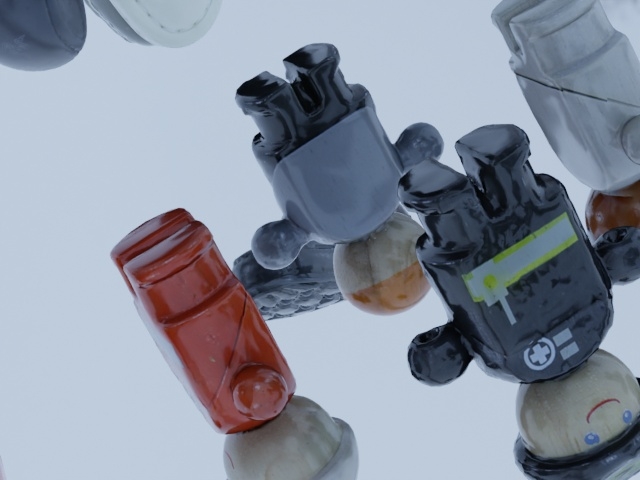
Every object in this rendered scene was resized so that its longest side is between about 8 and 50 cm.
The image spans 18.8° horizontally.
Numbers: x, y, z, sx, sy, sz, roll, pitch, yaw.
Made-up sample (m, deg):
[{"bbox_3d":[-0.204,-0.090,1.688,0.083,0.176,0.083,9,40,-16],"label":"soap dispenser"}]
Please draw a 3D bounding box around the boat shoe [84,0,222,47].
[{"bbox_3d":[-0.154,-0.246,1.111,0.109,0.091,0.305,-35,-75,-40],"label":"boat shoe"}]

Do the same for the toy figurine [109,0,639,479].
[{"bbox_3d":[0.046,0.009,0.788,0.148,0.213,0.209,61,-148,-23],"label":"toy figurine"}]

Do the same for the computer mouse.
[{"bbox_3d":[-0.282,-0.220,1.398,0.060,0.184,0.262,-81,-17,-53],"label":"computer mouse"}]

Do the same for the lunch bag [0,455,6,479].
[{"bbox_3d":[-0.254,0.132,0.699,0.120,0.293,0.258,58,-167,-81],"label":"lunch bag"}]

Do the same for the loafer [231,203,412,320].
[{"bbox_3d":[0.000,0.000,1.155,0.223,0.076,0.078,-13,-97,-68],"label":"loafer"}]
